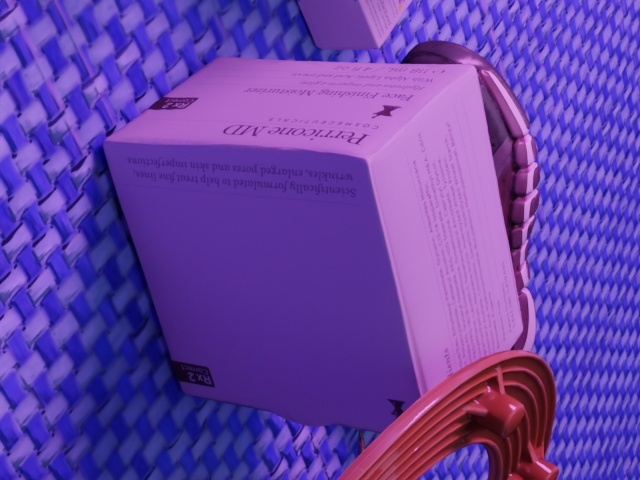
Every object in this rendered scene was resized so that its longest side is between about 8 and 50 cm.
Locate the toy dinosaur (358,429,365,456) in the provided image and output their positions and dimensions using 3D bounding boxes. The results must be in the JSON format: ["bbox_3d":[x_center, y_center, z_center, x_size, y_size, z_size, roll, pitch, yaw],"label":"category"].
[{"bbox_3d":[-0.010,0.189,0.926,0.211,0.064,0.112,6,88,-57],"label":"toy dinosaur"}]

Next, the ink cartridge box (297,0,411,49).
[{"bbox_3d":[0.030,-0.198,0.938,0.122,0.052,0.088,-58,138,-35],"label":"ink cartridge box"}]

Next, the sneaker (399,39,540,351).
[{"bbox_3d":[0.080,0.013,1.000,0.162,0.106,0.281,-41,128,-42],"label":"sneaker"}]

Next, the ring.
[{"bbox_3d":[0.039,0.211,0.793,0.336,0.032,0.336,-40,148,-32],"label":"ring"}]

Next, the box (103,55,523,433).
[{"bbox_3d":[0.000,0.000,0.805,0.119,0.181,0.182,-45,131,-44],"label":"box"}]
